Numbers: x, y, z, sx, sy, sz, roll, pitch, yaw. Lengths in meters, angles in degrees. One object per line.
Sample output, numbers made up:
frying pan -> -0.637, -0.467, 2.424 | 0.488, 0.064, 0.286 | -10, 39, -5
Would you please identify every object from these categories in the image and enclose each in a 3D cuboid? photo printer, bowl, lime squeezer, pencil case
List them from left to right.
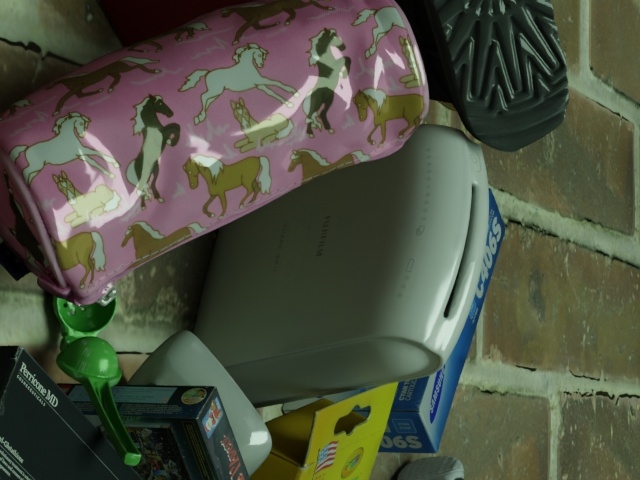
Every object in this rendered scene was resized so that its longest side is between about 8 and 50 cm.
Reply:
lime squeezer -> -0.181, 0.071, 1.548 | 0.059, 0.110, 0.310 | 28, 44, -39
bowl -> -0.122, 0.165, 1.633 | 0.053, 0.142, 0.142 | -32, 81, -42
pencil case -> -0.092, -0.090, 1.507 | 0.386, 0.160, 0.167 | -28, 136, -24
photo printer -> 0.025, 0.025, 1.781 | 0.107, 0.307, 0.256 | 36, 54, -37

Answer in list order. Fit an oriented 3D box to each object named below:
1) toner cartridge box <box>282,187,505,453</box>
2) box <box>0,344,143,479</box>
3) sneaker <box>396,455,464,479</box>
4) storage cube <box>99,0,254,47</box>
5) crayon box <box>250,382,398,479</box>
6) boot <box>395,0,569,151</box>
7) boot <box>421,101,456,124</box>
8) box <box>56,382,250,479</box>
toner cartridge box -> 0.090, 0.085, 2.093 | 0.348, 0.165, 0.075 | -69, 146, -41
box -> -0.239, 0.226, 1.441 | 0.261, 0.103, 0.184 | 58, 41, -47
sneaker -> 0.124, 0.382, 2.218 | 0.268, 0.101, 0.153 | -49, 129, -59
storage cube -> -0.091, -0.279, 1.688 | 0.215, 0.193, 0.184 | 63, 35, -44
crayon box -> -0.037, 0.279, 1.775 | 0.202, 0.081, 0.318 | -10, 121, -65
boot -> 0.095, -0.313, 1.875 | 0.445, 0.146, 0.367 | -131, -149, -66
boot -> 0.120, -0.195, 2.257 | 0.262, 0.095, 0.203 | 57, 39, -46
box -> -0.135, 0.228, 1.598 | 0.044, 0.159, 0.233 | -60, 141, -49
